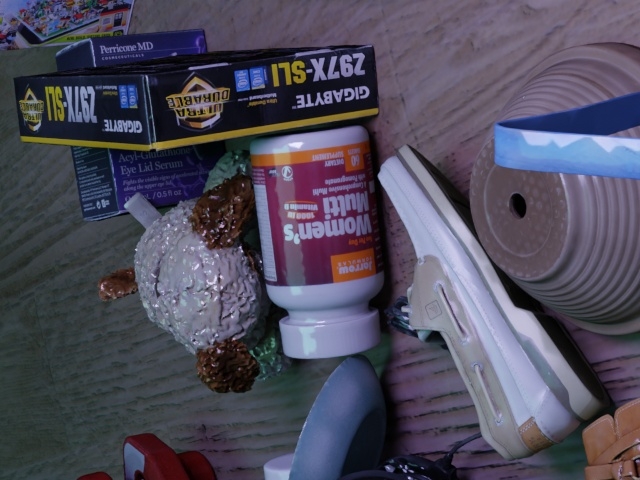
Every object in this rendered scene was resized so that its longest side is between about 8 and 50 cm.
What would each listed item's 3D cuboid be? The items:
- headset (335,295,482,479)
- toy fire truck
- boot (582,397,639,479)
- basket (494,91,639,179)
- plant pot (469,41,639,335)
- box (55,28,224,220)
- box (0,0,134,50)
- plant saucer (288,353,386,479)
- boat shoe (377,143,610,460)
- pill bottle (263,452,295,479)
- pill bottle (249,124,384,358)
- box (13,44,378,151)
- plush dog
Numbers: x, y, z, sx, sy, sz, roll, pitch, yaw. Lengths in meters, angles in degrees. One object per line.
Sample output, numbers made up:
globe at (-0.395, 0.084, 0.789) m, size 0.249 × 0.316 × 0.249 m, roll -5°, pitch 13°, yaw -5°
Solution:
headset at (0.049, 0.258, 1.339) m, size 0.185 × 0.243 × 0.394 m, roll 33°, pitch 99°, yaw 17°
toy fire truck at (-0.185, 0.405, 1.782) m, size 0.254 × 0.169 × 0.302 m, roll 22°, pitch 116°, yaw 56°
boot at (0.283, 0.186, 1.101) m, size 0.197 × 0.073 × 0.152 m, roll -25°, pitch 52°, yaw 33°
basket at (0.284, -0.063, 0.863) m, size 0.289 × 0.255 × 0.201 m, roll 4°, pitch 104°, yaw 38°
plant pot at (0.196, -0.034, 1.130) m, size 0.237 × 0.110 × 0.237 m, roll 25°, pitch 121°, yaw 52°
box at (-0.210, -0.137, 1.686) m, size 0.108 × 0.153 × 0.207 m, roll -7°, pitch 94°, yaw 57°
box at (-0.332, -0.296, 1.776) m, size 0.036 × 0.207 × 0.114 m, roll 54°, pitch 140°, yaw 34°
plant saucer at (0.027, 0.211, 1.423) m, size 0.037 × 0.195 × 0.195 m, roll 17°, pitch 117°, yaw 23°
boat shoe at (0.122, 0.049, 1.240) m, size 0.103 × 0.113 × 0.302 m, roll -40°, pitch 60°, yaw 16°
pill bottle at (-0.006, 0.341, 1.547) m, size 0.117 × 0.117 × 0.215 m, roll 0°, pitch 100°, yaw 57°
pill bottle at (0.000, 0.000, 1.431) m, size 0.121 × 0.121 × 0.221 m, roll 3°, pitch 102°, yaw 57°
box at (-0.137, -0.150, 1.474) m, size 0.322 × 0.257 × 0.079 m, roll 9°, pitch 106°, yaw 55°
plush dog at (-0.123, 0.041, 1.517) m, size 0.225 × 0.211 × 0.262 m, roll -162°, pitch 66°, yaw -75°
